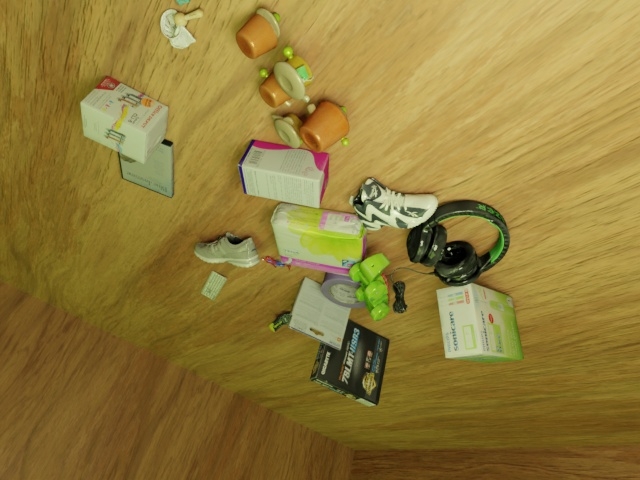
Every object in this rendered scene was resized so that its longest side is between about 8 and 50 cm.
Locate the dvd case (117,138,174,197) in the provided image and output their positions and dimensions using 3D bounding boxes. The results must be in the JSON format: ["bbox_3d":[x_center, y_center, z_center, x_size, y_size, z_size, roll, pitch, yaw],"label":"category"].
[{"bbox_3d":[-0.552,-0.249,1.324,0.180,0.022,0.253,21,144,-4],"label":"dvd case"}]

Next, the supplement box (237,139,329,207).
[{"bbox_3d":[-0.094,-0.181,1.136,0.220,0.111,0.114,12,143,10],"label":"supplement box"}]

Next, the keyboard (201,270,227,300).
[{"bbox_3d":[-0.483,0.206,1.884,0.072,0.014,0.256,27,142,-11],"label":"keyboard"}]

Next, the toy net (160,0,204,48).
[{"bbox_3d":[-0.304,-0.498,0.877,0.122,0.045,0.232,30,142,-15],"label":"toy net"}]

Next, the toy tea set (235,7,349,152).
[{"bbox_3d":[-0.046,-0.347,0.935,0.200,0.124,0.336,31,158,37],"label":"toy tea set"}]

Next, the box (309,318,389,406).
[{"bbox_3d":[0.132,0.496,1.753,0.293,0.296,0.073,30,143,-13],"label":"box"}]

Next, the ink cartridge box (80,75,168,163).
[{"bbox_3d":[-0.522,-0.321,1.129,0.176,0.128,0.127,25,143,-10],"label":"ink cartridge box"}]

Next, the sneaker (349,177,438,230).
[{"bbox_3d":[0.181,-0.107,1.124,0.235,0.094,0.153,-3,148,42],"label":"sneaker"}]

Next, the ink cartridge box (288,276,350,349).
[{"bbox_3d":[-0.001,0.281,1.594,0.223,0.224,0.045,28,142,-11],"label":"ink cartridge box"}]

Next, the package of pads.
[{"bbox_3d":[0.000,0.000,1.336,0.296,0.101,0.229,9,143,12],"label":"package of pads"}]

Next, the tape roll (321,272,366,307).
[{"bbox_3d":[0.102,0.163,1.519,0.189,0.080,0.189,13,143,10],"label":"tape roll"}]

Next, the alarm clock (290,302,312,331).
[{"bbox_3d":[-0.074,0.329,1.827,0.129,0.064,0.192,-7,133,30],"label":"alarm clock"}]

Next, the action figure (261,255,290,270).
[{"bbox_3d":[-0.170,0.085,1.582,0.115,0.030,0.038,18,149,4],"label":"action figure"}]

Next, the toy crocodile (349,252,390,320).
[{"bbox_3d":[0.174,0.156,1.337,0.115,0.105,0.340,51,167,37],"label":"toy crocodile"}]

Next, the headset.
[{"bbox_3d":[0.344,0.058,1.191,0.243,0.185,0.394,32,132,-17],"label":"headset"}]

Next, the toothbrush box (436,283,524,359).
[{"bbox_3d":[0.495,0.262,1.295,0.283,0.206,0.122,18,151,-39],"label":"toothbrush box"}]

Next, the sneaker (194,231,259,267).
[{"bbox_3d":[-0.346,0.020,1.546,0.281,0.105,0.115,5,108,24],"label":"sneaker"}]

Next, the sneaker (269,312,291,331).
[{"bbox_3d":[-0.172,0.364,1.926,0.144,0.059,0.053,-31,94,27],"label":"sneaker"}]
